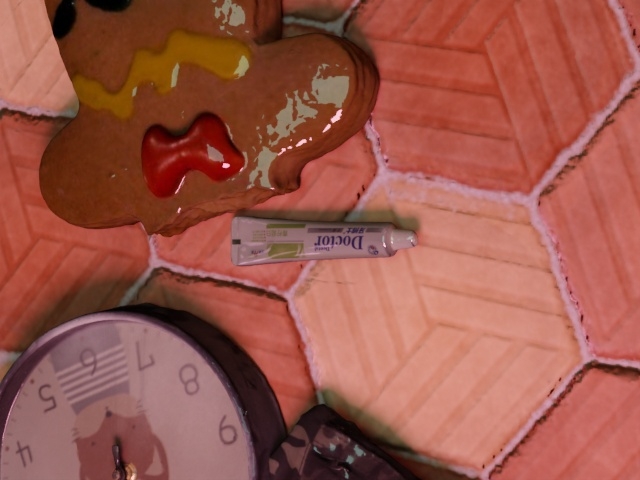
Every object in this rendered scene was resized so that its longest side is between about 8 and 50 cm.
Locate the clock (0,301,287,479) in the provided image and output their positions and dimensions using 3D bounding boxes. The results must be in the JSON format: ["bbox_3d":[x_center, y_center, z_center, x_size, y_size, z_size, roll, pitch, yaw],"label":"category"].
[{"bbox_3d":[-0.184,0.221,1.671,0.325,0.067,0.325,-2,87,26],"label":"clock"}]

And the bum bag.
[{"bbox_3d":[0.086,0.273,1.518,0.340,0.095,0.144,28,85,24],"label":"bum bag"}]

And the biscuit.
[{"bbox_3d":[-0.140,-0.210,1.663,0.368,0.076,0.394,-14,81,26],"label":"biscuit"}]

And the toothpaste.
[{"bbox_3d":[0.000,0.000,1.608,0.197,0.029,0.048,0,87,30],"label":"toothpaste"}]
